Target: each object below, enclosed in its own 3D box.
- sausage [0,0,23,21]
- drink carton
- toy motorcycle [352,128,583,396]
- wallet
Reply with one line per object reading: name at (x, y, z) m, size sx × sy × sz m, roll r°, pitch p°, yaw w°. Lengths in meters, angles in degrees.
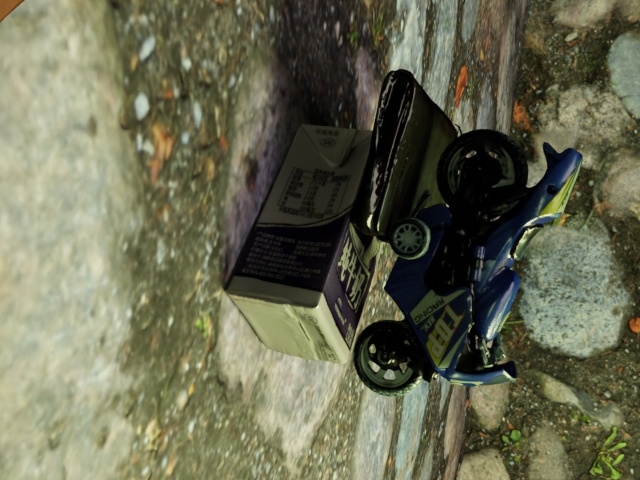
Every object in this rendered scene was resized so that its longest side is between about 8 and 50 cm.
sausage at (-0.158, -0.152, 0.383) m, size 0.035 × 0.030 × 0.147 m, roll 73°, pitch 34°, yaw -44°
drink carton at (0.001, 0.000, 0.761) m, size 0.134 × 0.102 × 0.222 m, roll 64°, pitch 39°, yaw -52°
toy motorcycle at (0.154, 0.038, 0.728) m, size 0.113 × 0.169 × 0.315 m, roll 3°, pitch 113°, yaw -66°
wallet at (0.111, -0.079, 0.816) m, size 0.318 × 0.045 × 0.172 m, roll 5°, pitch 97°, yaw -71°
